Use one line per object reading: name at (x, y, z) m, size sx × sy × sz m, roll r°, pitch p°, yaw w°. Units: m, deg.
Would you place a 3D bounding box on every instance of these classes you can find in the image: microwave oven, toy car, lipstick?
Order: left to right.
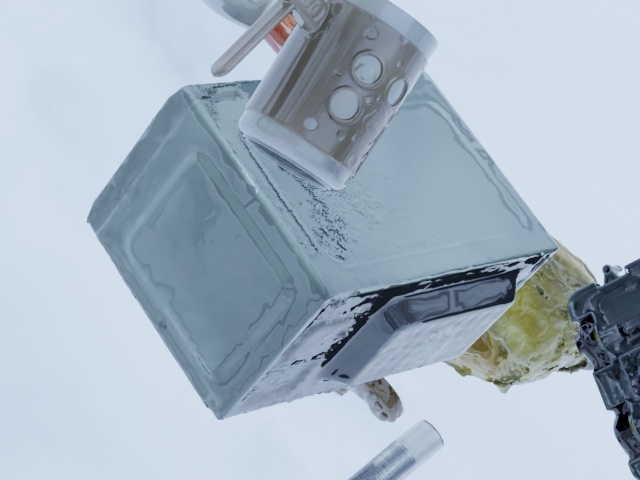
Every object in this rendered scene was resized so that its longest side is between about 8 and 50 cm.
microwave oven at (0.000, 0.000, 1.476) m, size 0.295 × 0.181 × 0.237 m, roll -10°, pitch 59°, yaw -49°
lipstick at (0.067, 0.245, 1.952) m, size 0.141 × 0.040 × 0.040 m, roll -36°, pitch 80°, yaw -21°
toy car at (0.290, 0.108, 1.562) m, size 0.100 × 0.097 × 0.191 m, roll 13°, pitch 53°, yaw -54°

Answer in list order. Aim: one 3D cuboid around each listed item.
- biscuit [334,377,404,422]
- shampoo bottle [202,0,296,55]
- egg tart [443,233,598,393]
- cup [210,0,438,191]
biscuit at (-0.005, 0.099, 1.723) m, size 0.031 × 0.205 × 0.138 m, roll -41°, pitch 127°, yaw -14°
shampoo bottle at (-0.067, -0.215, 1.470) m, size 0.108 × 0.051 × 0.221 m, roll -9°, pitch 52°, yaw -53°
egg tart at (0.174, 0.065, 2.009) m, size 0.315 × 0.315 × 0.120 m, roll 37°, pitch 69°, yaw 1°
cup at (0.003, -0.086, 0.981) m, size 0.074 × 0.102 × 0.099 m, roll 29°, pitch 86°, yaw 26°
